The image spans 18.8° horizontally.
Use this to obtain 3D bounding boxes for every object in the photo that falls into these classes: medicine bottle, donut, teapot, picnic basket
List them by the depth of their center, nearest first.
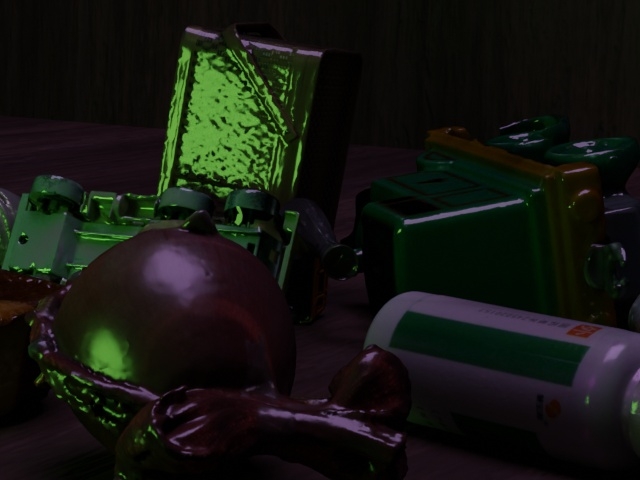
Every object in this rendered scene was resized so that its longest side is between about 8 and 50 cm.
[{"bbox_3d":[0.148,0.095,1.282,0.095,0.095,0.260,-5,11,-44],"label":"medicine bottle"},{"bbox_3d":[-0.253,0.077,1.325,0.141,0.085,0.217,9,11,37],"label":"donut"},{"bbox_3d":[0.000,0.000,1.673,0.043,0.042,0.111,-1,21,-22],"label":"teapot"},{"bbox_3d":[-0.063,-0.077,1.871,0.139,0.266,0.165,12,7,15],"label":"picnic basket"}]

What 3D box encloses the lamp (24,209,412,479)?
[{"bbox_3d":[-0.068,0.084,1.190,0.215,0.151,0.223,-6,54,-20],"label":"lamp"}]

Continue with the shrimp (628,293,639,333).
[{"bbox_3d":[0.370,0.053,1.579,0.145,0.116,0.343,9,17,36],"label":"shrimp"}]

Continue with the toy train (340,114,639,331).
[{"bbox_3d":[0.141,0.005,1.705,0.249,0.178,0.429,-11,11,-14],"label":"toy train"}]

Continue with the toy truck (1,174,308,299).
[{"bbox_3d":[-0.143,0.031,1.664,0.260,0.128,0.135,6,-22,15],"label":"toy truck"}]

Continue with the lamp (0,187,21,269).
[{"bbox_3d":[-0.286,0.004,1.820,0.106,0.106,0.193,7,0,31],"label":"lamp"}]

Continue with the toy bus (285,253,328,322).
[{"bbox_3d":[-0.076,0.032,1.757,0.162,0.069,0.074,6,8,16],"label":"toy bus"}]
